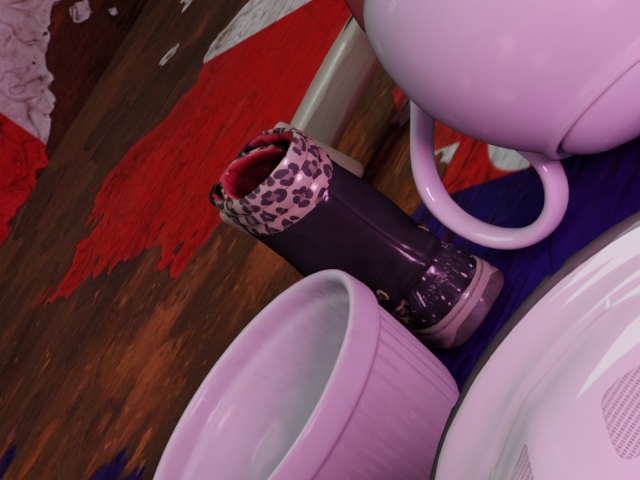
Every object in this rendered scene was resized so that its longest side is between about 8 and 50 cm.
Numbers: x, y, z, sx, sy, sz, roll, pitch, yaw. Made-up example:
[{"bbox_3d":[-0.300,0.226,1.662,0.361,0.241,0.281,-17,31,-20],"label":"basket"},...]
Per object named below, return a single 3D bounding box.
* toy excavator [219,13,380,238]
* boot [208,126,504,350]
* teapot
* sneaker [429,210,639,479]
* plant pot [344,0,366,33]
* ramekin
[{"bbox_3d":[0.090,-0.245,1.444,0.445,0.222,0.433,-56,11,40],"label":"toy excavator"},{"bbox_3d":[0.001,-0.001,1.201,0.085,0.178,0.236,-59,19,-14],"label":"boot"},{"bbox_3d":[0.160,-0.133,1.064,0.252,0.187,0.256,-37,-10,-7],"label":"teapot"},{"bbox_3d":[0.108,0.200,0.673,0.447,0.169,0.257,-55,25,24],"label":"sneaker"},{"bbox_3d":[0.065,-0.309,1.168,0.275,0.243,0.275,-37,-10,-8],"label":"plant pot"},{"bbox_3d":[-0.005,0.131,1.094,0.207,0.109,0.207,-46,20,22],"label":"ramekin"}]
